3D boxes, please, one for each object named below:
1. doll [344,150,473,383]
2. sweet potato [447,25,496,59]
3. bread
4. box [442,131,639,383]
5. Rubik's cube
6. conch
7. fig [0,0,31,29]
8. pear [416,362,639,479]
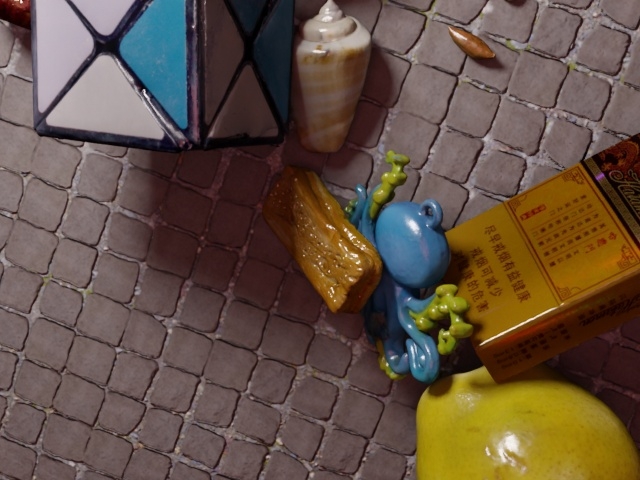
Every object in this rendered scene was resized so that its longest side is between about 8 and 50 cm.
[{"bbox_3d":[0.140,0.063,1.555,0.099,0.346,0.341,-11,144,-25],"label":"doll"},{"bbox_3d":[0.250,-0.327,1.576,0.095,0.034,0.034,37,102,9],"label":"sweet potato"},{"bbox_3d":[-0.001,0.000,1.573,0.271,0.077,0.139,51,125,35],"label":"bread"},{"bbox_3d":[0.406,0.020,1.505,0.415,0.264,0.115,-28,131,9],"label":"box"},{"bbox_3d":[-0.234,-0.301,1.449,0.310,0.307,0.305,9,102,26],"label":"Rubik's cube"},{"bbox_3d":[0.008,-0.268,1.563,0.158,0.127,0.255,-1,101,5],"label":"conch"},{"bbox_3d":[-0.466,-0.449,1.582,0.146,0.134,0.201,27,94,-9],"label":"fig"},{"bbox_3d":[0.341,0.390,1.545,0.362,0.362,0.418,-32,71,10],"label":"pear"}]
